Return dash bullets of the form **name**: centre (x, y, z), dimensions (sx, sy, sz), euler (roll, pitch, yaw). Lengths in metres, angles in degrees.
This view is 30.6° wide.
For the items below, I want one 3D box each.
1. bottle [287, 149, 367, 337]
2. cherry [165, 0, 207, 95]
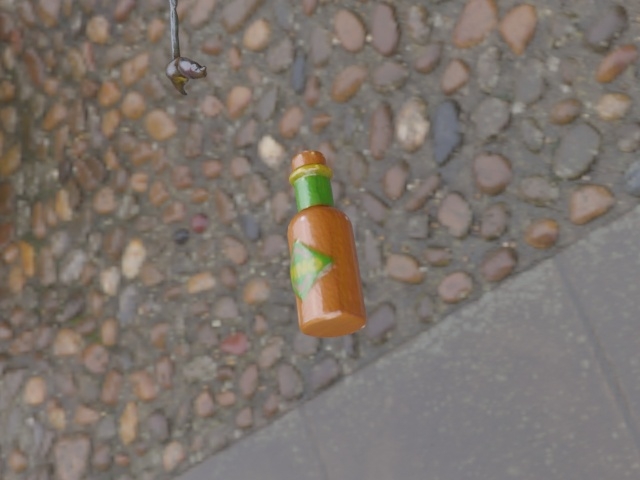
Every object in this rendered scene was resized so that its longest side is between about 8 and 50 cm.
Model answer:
- **bottle**: centre (0.000, 0.000, 1.152), dimensions (0.069, 0.069, 0.187), euler (-28, 60, 38)
- **cherry**: centre (-0.088, -0.204, 0.673), dimensions (0.107, 0.090, 0.225), euler (-17, 92, 40)
